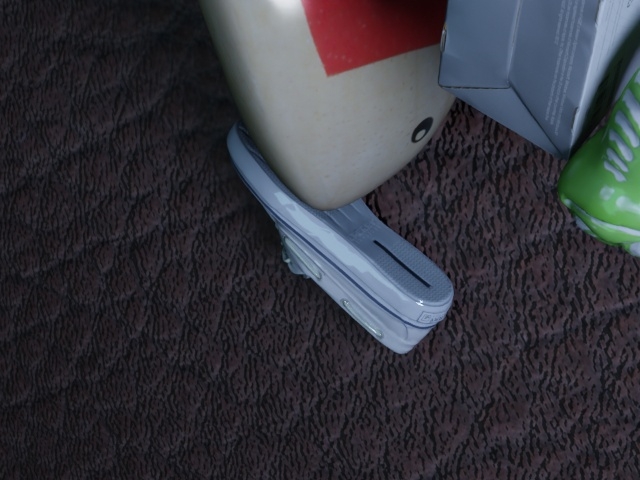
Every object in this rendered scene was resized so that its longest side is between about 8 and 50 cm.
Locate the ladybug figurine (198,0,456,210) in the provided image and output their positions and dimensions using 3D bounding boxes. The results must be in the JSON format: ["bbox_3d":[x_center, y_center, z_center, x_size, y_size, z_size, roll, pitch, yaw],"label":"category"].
[{"bbox_3d":[-0.011,-0.246,1.166,0.162,0.305,0.449,-16,104,7],"label":"ladybug figurine"}]

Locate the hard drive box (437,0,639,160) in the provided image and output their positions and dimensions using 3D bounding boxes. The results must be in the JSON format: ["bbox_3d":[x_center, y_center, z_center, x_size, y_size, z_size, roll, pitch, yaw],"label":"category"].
[{"bbox_3d":[0.167,-0.186,0.919,0.089,0.232,0.181,34,154,17],"label":"hard drive box"}]

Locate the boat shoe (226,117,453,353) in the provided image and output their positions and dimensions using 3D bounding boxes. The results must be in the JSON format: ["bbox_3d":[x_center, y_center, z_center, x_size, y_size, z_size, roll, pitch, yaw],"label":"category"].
[{"bbox_3d":[0.000,0.000,1.355,0.226,0.083,0.076,46,129,18],"label":"boat shoe"}]

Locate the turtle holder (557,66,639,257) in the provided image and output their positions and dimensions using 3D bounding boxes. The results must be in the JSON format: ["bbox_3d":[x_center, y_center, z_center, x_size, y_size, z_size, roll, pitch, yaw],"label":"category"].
[{"bbox_3d":[0.308,-0.080,0.910,0.243,0.320,0.227,34,156,21],"label":"turtle holder"}]
